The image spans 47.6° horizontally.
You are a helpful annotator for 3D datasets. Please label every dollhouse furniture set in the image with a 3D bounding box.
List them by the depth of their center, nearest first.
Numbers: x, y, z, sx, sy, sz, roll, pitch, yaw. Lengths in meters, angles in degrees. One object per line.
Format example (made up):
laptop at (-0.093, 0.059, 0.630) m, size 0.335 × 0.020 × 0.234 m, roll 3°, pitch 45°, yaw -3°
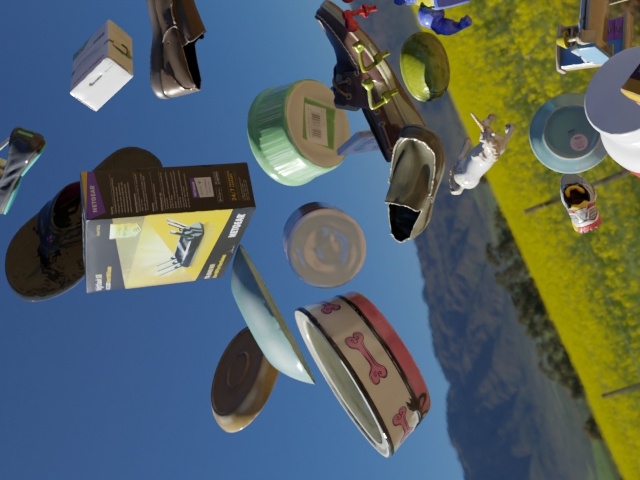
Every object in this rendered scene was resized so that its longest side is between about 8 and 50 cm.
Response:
dollhouse furniture set at (0.696, -0.613, 1.963) m, size 0.303 × 0.198 × 0.287 m, roll 5°, pitch -93°, yaw -50°

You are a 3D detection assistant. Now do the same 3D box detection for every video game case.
video game case at (0.125, -0.221, 1.602) m, size 0.157 × 0.143 × 0.019 m, roll 153°, pitch 107°, yaw -73°

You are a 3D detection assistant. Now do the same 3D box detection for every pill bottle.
pill bottle at (0.700, -0.214, 1.418) m, size 0.407 × 0.229 × 0.229 m, roll 20°, pitch -136°, yaw -38°
pill bottle at (0.000, 0.000, 1.708) m, size 0.318 × 0.176 × 0.176 m, roll -127°, pitch 11°, yaw -81°

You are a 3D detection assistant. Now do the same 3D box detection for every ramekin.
ramekin at (-0.052, -0.322, 2.120) m, size 0.303 × 0.148 × 0.304 m, roll 11°, pitch -106°, yaw -43°

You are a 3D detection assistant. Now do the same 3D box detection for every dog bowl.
dog bowl at (0.106, 0.300, 1.729) m, size 0.408 × 0.150 × 0.408 m, roll 55°, pitch 166°, yaw 20°

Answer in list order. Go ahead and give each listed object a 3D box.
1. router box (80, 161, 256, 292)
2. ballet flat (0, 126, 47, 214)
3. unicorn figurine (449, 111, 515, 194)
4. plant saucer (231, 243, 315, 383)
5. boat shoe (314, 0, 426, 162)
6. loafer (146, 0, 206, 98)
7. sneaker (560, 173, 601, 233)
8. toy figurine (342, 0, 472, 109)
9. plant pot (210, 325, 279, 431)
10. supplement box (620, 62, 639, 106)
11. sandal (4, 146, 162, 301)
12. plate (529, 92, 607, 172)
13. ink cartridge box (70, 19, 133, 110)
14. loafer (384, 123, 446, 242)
router box at (-0.255, -0.014, 1.162) m, size 0.309 × 0.242 × 0.081 m, roll 125°, pitch 136°, yaw -62°
ballet flat at (-0.536, -0.124, 1.245) m, size 0.074 × 0.203 × 0.074 m, roll 25°, pitch -137°, yaw -26°
unicorn figurine at (0.210, -0.118, 0.941) m, size 0.111 × 0.060 × 0.162 m, roll -61°, pitch -12°, yaw -44°
plant saucer at (-0.067, 0.097, 0.887) m, size 0.195 × 0.037 × 0.195 m, roll 61°, pitch 177°, yaw 5°
boat shoe at (0.078, -0.295, 1.398) m, size 0.342 × 0.123 × 0.123 m, roll 51°, pitch -175°, yaw -29°
loafer at (-0.327, -0.518, 1.721) m, size 0.134 × 0.130 × 0.366 m, roll -64°, pitch -20°, yaw -63°
sneaker at (0.663, -0.118, 1.859) m, size 0.093 × 0.088 × 0.225 m, roll 58°, pitch -160°, yaw -28°
toy figurine at (0.163, -0.403, 1.210) m, size 0.217 × 0.191 × 0.363 m, roll 22°, pitch 128°, yaw 65°
plant pot at (-0.156, 0.264, 1.455) m, size 0.032 × 0.236 × 0.236 m, roll 28°, pitch -146°, yaw -28°
supplement box at (0.559, -0.220, 0.972) m, size 0.191 × 0.194 × 0.129 m, roll 30°, pitch -166°, yaw -21°
sandal at (-0.498, -0.065, 1.517) m, size 0.446 × 0.167 × 0.107 m, roll -59°, pitch -8°, yaw -37°
plate at (0.580, -0.250, 1.677) m, size 0.024 × 0.188 × 0.188 m, roll 7°, pitch -119°, yaw -75°
ink cartridge box at (-0.603, -0.484, 2.003) m, size 0.092 × 0.160 × 0.219 m, roll 37°, pitch -156°, yaw -38°
loafer at (0.169, -0.094, 1.322) m, size 0.087 × 0.094 × 0.251 m, roll -55°, pitch -28°, yaw -42°
